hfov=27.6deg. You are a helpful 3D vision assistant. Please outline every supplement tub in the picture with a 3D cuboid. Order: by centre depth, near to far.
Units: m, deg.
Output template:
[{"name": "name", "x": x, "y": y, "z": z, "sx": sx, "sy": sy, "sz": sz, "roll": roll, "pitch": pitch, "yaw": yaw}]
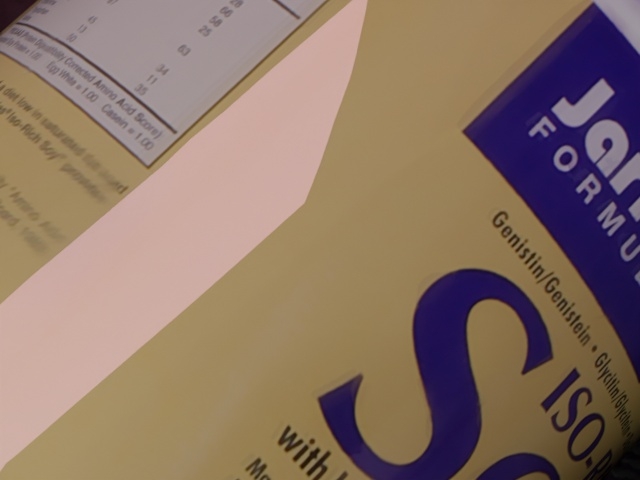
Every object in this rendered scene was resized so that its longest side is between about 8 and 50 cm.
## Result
[{"name": "supplement tub", "x": 0.000, "y": 0.000, "z": 0.431, "sx": 0.331, "sy": 0.241, "sz": 0.241, "roll": -45, "pitch": 59, "yaw": -11}]

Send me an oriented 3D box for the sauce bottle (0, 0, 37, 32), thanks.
[{"name": "sauce bottle", "x": -0.111, "y": -0.132, "z": 0.543, "sx": 0.111, "sy": 0.111, "sz": 0.344, "roll": 14, "pitch": 39, "yaw": 23}]
